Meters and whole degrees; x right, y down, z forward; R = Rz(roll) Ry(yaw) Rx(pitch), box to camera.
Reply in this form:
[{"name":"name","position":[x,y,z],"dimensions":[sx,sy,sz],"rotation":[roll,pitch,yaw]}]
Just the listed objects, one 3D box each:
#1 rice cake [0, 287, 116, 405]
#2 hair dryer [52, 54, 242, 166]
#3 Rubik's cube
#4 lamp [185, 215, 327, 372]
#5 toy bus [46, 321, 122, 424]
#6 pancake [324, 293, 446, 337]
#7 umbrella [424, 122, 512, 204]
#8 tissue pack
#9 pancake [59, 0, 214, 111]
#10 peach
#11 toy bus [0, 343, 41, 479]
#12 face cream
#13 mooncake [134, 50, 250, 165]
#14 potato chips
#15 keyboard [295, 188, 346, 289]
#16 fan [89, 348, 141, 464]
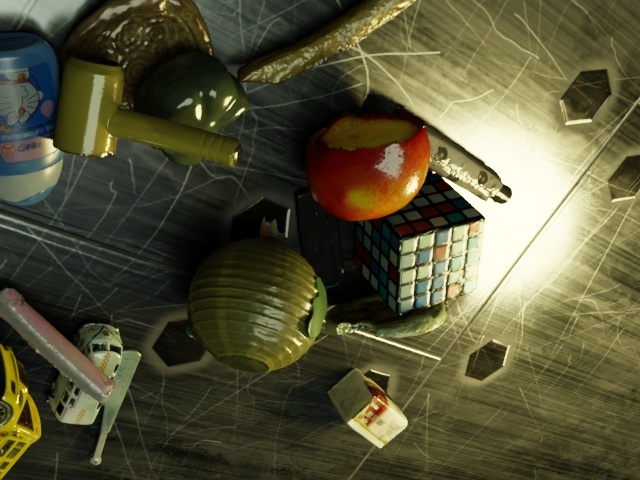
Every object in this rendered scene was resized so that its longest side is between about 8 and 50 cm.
[{"name":"rice cake","position":[-0.451,0.180,1.560],"dimensions":[0.055,0.049,0.270],"rotation":[-46,105,-13]},{"name":"hair dryer","position":[-0.244,-0.171,1.320],"dimensions":[0.278,0.090,0.135],"rotation":[15,105,8]},{"name":"Rubik's cube","position":[0.182,0.002,1.751],"dimensions":[0.184,0.187,0.182],"rotation":[-16,128,-21]},{"name":"lamp","position":[-0.113,0.092,1.645],"dimensions":[0.250,0.284,0.250],"rotation":[7,157,3]},{"name":"toy bus","position":[-0.419,0.243,1.660],"dimensions":[0.087,0.089,0.194],"rotation":[14,114,-35]},{"name":"pancake","position":[0.128,0.143,1.802],"dimensions":[0.253,0.253,0.037],"rotation":[-12,103,-21]},{"name":"umbrella","position":[0.257,-0.146,1.760],"dimensions":[0.337,0.073,0.067],"rotation":[25,130,-39]},{"name":"tissue pack","position":[0.105,0.369,2.026],"dimensions":[0.099,0.106,0.148],"rotation":[-42,133,5]},{"name":"pancake","position":[-0.276,-0.266,1.408],"dimensions":[0.250,0.031,0.250],"rotation":[-16,134,-18]},{"name":"peach","position":[0.082,-0.143,1.578],"dimensions":[0.189,0.196,0.226],"rotation":[0,147,-38]},{"name":"toy bus","position":[-0.582,0.333,1.537],"dimensions":[0.152,0.144,0.330],"rotation":[31,106,-40]},{"name":"face cream","position":[-0.447,-0.168,1.351],"dimensions":[0.149,0.083,0.264],"rotation":[-15,129,-26]},{"name":"mooncake","position":[-0.196,-0.198,1.422],"dimensions":[0.168,0.104,0.175],"rotation":[-9,135,-37]},{"name":"potato chips","position":[0.043,-0.355,1.502],"dimensions":[0.407,0.057,0.080],"rotation":[-34,132,-3]},{"name":"keyboard","position":[0.000,0.000,1.762],"dimensions":[0.087,0.017,0.251],"rotation":[-21,131,-15]},{"name":"fan","position":[-0.408,0.322,1.771],"dimensions":[0.057,0.023,0.282],"rotation":[7,118,-34]}]
